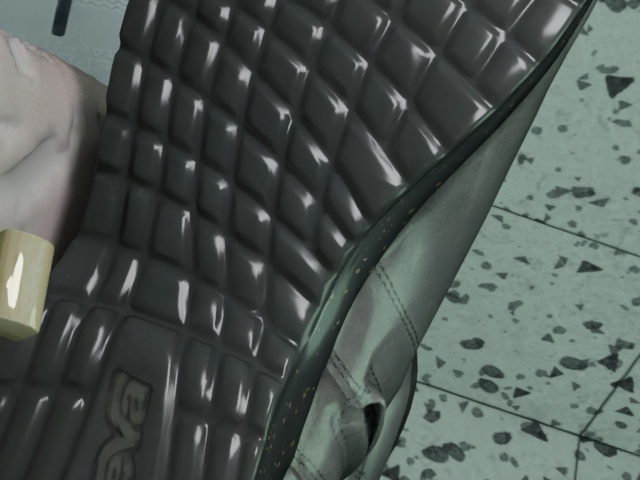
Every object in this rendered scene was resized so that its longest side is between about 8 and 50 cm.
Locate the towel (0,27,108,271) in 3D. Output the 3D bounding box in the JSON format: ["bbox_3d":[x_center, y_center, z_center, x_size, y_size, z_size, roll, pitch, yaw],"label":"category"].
[{"bbox_3d":[-0.113,0.101,0.603,0.332,0.053,0.317,20,90,-74],"label":"towel"}]

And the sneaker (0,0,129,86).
[{"bbox_3d":[-0.120,-0.030,0.772,0.091,0.094,0.258,109,-4,-54],"label":"sneaker"}]

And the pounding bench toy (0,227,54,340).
[{"bbox_3d":[-0.098,0.010,0.386,0.065,0.083,0.052,120,-13,-66],"label":"pounding bench toy"}]

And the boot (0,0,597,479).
[{"bbox_3d":[0.000,0.000,0.599,0.338,0.118,0.223,-57,164,-6],"label":"boot"}]
